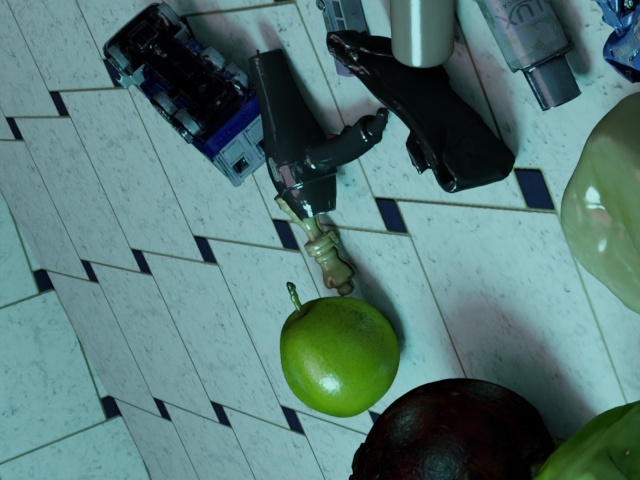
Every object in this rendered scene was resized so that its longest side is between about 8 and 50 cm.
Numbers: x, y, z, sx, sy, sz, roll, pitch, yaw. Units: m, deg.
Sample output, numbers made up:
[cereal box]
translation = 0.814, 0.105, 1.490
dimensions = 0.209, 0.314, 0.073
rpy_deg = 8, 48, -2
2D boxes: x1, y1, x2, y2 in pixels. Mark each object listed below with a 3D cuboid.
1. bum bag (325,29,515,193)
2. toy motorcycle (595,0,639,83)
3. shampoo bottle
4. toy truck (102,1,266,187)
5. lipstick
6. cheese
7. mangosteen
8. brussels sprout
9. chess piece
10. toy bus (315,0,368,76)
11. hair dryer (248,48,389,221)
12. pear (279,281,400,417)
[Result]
[bum bag]
translation = 0.112, -0.152, 1.669
dimensions = 0.248, 0.123, 0.060
rpy_deg = 53, 132, 17
[toy motorcycle]
translation = 0.313, -0.167, 1.326
dimensions = 0.205, 0.076, 0.114
rpy_deg = 38, 157, 35
[shampoo bottle]
translation = 0.191, -0.231, 1.486
dimensions = 0.214, 0.072, 0.072
rpy_deg = 63, 155, -6
[toy truck]
translation = -0.181, -0.208, 2.137
dimensions = 0.268, 0.124, 0.155
rpy_deg = 44, 173, 35
[lipstick]
translation = 0.104, -0.300, 1.568
dimensions = 0.070, 0.070, 0.254
rpy_deg = 40, 149, 37
[cheese]
translation = 0.315, -0.024, 1.424
dimensions = 0.218, 0.117, 0.235
rpy_deg = 3, 117, 63
[mangosteen]
translation = 0.184, 0.315, 1.858
dimensions = 0.311, 0.311, 0.311
rpy_deg = 43, 151, 32
[brussels sprout]
translation = 0.342, 0.303, 1.565
dimensions = 0.259, 0.294, 0.227
rpy_deg = 51, -169, -14
[chess piece]
translation = 0.000, 0.000, 2.123
dimensions = 0.172, 0.060, 0.060
rpy_deg = 61, 156, -8
[toy bus]
translation = 0.030, -0.258, 1.799
dimensions = 0.052, 0.037, 0.130
rpy_deg = 20, 133, 48
[hair dryer]
translation = 0.015, -0.156, 1.930
dimensions = 0.272, 0.091, 0.235
rpy_deg = -14, 95, 52
[pear]
translation = 0.010, 0.143, 2.111
dimensions = 0.216, 0.166, 0.180
rpy_deg = 47, 174, -14
